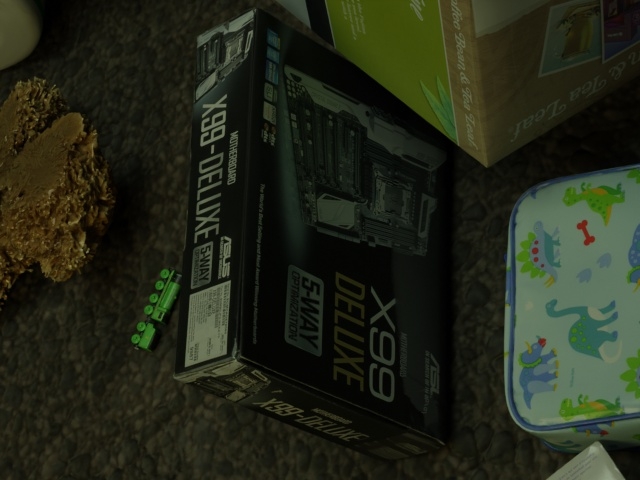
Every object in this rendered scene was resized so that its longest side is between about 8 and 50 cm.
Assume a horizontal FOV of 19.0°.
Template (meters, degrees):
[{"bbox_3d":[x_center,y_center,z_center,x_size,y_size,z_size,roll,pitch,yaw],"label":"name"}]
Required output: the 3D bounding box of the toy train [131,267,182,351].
[{"bbox_3d":[-0.149,0.064,1.770,0.024,0.017,0.083,18,78,29],"label":"toy train"}]

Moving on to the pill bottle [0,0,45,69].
[{"bbox_3d":[-0.381,-0.375,2.027,0.204,0.204,0.361,-14,60,29],"label":"pill bottle"}]

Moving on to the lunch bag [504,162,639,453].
[{"bbox_3d":[0.227,0.052,1.468,0.176,0.090,0.219,-12,61,29],"label":"lunch bag"}]

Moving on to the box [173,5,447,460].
[{"bbox_3d":[0.000,0.000,1.547,0.076,0.242,0.307,-21,56,39],"label":"box"}]

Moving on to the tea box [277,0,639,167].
[{"bbox_3d":[0.154,-0.284,1.526,0.329,0.220,0.323,-32,48,-19],"label":"tea box"}]

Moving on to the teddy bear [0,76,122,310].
[{"bbox_3d":[-0.314,-0.034,1.891,0.338,0.113,0.245,-22,49,33],"label":"teddy bear"}]

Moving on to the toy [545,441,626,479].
[{"bbox_3d":[0.217,0.282,1.383,0.137,0.056,0.237,-38,56,9],"label":"toy"}]
